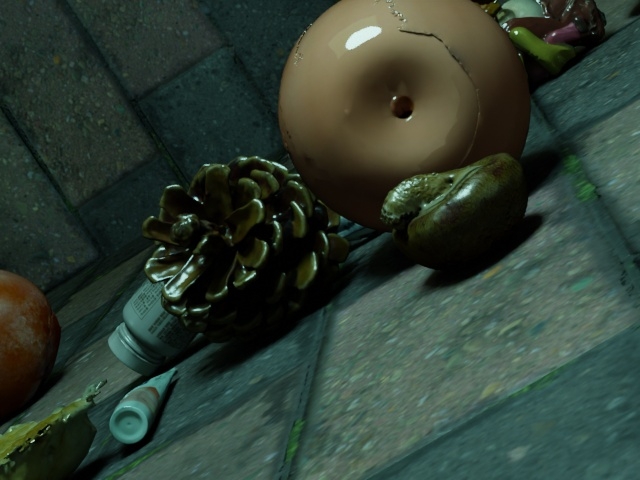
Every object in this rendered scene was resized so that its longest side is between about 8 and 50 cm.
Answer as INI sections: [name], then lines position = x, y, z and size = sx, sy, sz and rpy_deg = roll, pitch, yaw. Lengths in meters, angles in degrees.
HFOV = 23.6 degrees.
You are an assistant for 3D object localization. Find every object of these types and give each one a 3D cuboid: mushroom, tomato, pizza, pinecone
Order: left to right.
[pizza]
position = -0.396, 0.297, 1.285
size = 0.392, 0.080, 0.435
rpy_deg = -27, 9, 35
[tomato]
position = -0.438, 0.139, 2.001
size = 0.208, 0.184, 0.208
rpy_deg = -159, 90, -84
[pinecone]
position = -0.077, 0.008, 1.448
size = 0.185, 0.168, 0.212
rpy_deg = -47, -6, 4
[mushroom]
position = 0.111, -0.029, 1.220
size = 0.127, 0.087, 0.127
rpy_deg = -35, 11, 8

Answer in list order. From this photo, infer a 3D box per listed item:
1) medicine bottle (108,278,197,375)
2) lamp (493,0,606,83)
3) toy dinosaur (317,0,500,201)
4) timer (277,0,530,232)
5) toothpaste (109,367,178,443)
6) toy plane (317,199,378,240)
[medicine bottle]
position = -0.157, 0.072, 1.609
size = 0.140, 0.079, 0.079
rpy_deg = -50, 4, 12
[lamp]
position = 0.232, -0.232, 1.881
size = 0.253, 0.118, 0.118
rpy_deg = -34, 8, -15
[toy dinosaur]
position = 0.082, -0.124, 1.790
size = 0.432, 0.097, 0.208
rpy_deg = -49, 29, 6
[timer]
position = 0.076, -0.120, 1.395
size = 0.229, 0.230, 0.215
rpy_deg = -32, 2, 4
[toothpaste]
position = -0.166, 0.151, 1.420
size = 0.056, 0.036, 0.205
rpy_deg = -32, 4, 3
[toy plane]
position = -0.014, -0.007, 1.612
size = 0.234, 0.082, 0.160
rpy_deg = -29, 35, 30
